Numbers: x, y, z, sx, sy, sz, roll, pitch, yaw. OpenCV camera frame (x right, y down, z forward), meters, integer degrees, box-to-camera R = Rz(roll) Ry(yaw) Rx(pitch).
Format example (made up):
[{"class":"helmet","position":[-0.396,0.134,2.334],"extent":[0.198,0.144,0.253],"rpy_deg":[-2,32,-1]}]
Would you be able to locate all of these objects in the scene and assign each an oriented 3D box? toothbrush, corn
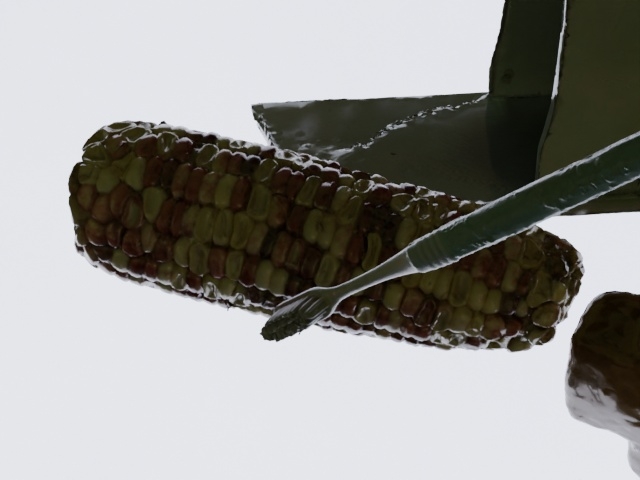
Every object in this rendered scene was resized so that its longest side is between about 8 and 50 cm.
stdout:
[{"class":"toothbrush","position":[0.036,0.001,0.379],"extent":[0.167,0.014,0.011],"rpy_deg":[-27,-81,45]},{"class":"corn","position":[0.000,0.000,0.776],"extent":[0.290,0.098,0.098],"rpy_deg":[11,-97,6]}]

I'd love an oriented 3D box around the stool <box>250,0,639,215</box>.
[{"class":"stool","position":[0.090,-0.156,0.875],"extent":[0.269,0.170,0.244],"rpy_deg":[-3,-57,-6]}]

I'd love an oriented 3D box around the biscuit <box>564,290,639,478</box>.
[{"class":"biscuit","position":[0.245,0.068,0.527],"extent":[0.301,0.278,0.043],"rpy_deg":[6,-127,15]}]
